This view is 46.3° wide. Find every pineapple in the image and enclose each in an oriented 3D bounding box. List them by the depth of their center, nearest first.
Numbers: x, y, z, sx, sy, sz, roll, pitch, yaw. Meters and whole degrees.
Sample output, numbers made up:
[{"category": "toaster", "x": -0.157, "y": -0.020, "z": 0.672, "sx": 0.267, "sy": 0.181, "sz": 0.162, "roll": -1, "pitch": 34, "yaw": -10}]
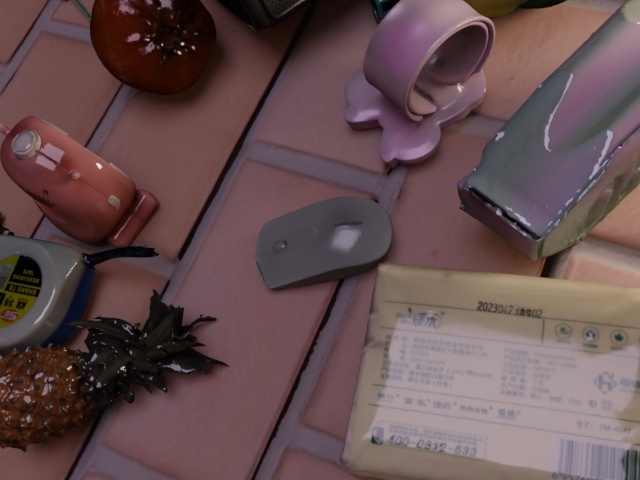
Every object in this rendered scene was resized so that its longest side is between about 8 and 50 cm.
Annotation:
[{"category": "pineapple", "x": -0.332, "y": 0.189, "z": 1.149, "sx": 0.365, "sy": 0.165, "sz": 0.165, "roll": -23, "pitch": 63, "yaw": -7}]

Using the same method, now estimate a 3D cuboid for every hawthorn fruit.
[{"category": "hawthorn fruit", "x": -0.318, "y": -0.388, "z": 1.363, "sx": 0.224, "sy": 0.224, "sz": 0.261, "roll": -48, "pitch": 41, "yaw": -9}]

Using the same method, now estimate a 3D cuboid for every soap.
[{"category": "soap", "x": 0.398, "y": -0.158, "z": 1.048, "sx": 0.446, "sy": 0.261, "sz": 0.156, "roll": -42, "pitch": 67, "yaw": -7}]

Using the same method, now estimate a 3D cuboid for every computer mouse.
[{"category": "computer mouse", "x": 0.000, "y": 0.000, "z": 1.181, "sx": 0.231, "sy": 0.079, "sz": 0.127, "roll": -14, "pitch": 62, "yaw": 11}]

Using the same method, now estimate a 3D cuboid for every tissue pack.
[{"category": "tissue pack", "x": 0.243, "y": 0.193, "z": 0.960, "sx": 0.381, "sy": 0.207, "sz": 0.297, "roll": 7, "pitch": 70, "yaw": 17}]

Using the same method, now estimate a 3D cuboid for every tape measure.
[{"category": "tape measure", "x": -0.427, "y": 0.094, "z": 1.219, "sx": 0.352, "sy": 0.098, "sz": 0.215, "roll": 6, "pitch": 67, "yaw": 24}]

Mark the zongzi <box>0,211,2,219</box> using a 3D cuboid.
[{"category": "zongzi", "x": -0.725, "y": 0.074, "z": 1.319, "sx": 0.274, "sy": 0.145, "sz": 0.300, "roll": -12, "pitch": 37, "yaw": 24}]

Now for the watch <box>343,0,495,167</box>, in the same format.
[{"category": "watch", "x": 0.147, "y": -0.277, "z": 1.186, "sx": 0.248, "sy": 0.217, "sz": 0.211, "roll": -39, "pitch": 63, "yaw": -5}]

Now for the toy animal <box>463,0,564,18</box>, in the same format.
[{"category": "toy animal", "x": 0.296, "y": -0.460, "z": 1.221, "sx": 0.339, "sy": 0.216, "sz": 0.191, "roll": -4, "pitch": 76, "yaw": -13}]

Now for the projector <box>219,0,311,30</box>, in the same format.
[{"category": "projector", "x": -0.075, "y": -0.619, "z": 1.326, "sx": 0.405, "sy": 0.242, "sz": 0.395, "roll": -38, "pitch": 46, "yaw": -3}]

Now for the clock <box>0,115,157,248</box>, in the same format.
[{"category": "clock", "x": -0.426, "y": -0.100, "z": 1.237, "sx": 0.227, "sy": 0.241, "sz": 0.142, "roll": 31, "pitch": 80, "yaw": 23}]

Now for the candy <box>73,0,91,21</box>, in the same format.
[{"category": "candy", "x": -0.529, "y": -0.523, "z": 1.553, "sx": 0.077, "sy": 0.073, "sz": 0.262, "roll": -45, "pitch": 70, "yaw": 13}]

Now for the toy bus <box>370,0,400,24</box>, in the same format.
[{"category": "toy bus", "x": 0.116, "y": -0.472, "z": 1.349, "sx": 0.079, "sy": 0.091, "sz": 0.160, "roll": -18, "pitch": 64, "yaw": 4}]
